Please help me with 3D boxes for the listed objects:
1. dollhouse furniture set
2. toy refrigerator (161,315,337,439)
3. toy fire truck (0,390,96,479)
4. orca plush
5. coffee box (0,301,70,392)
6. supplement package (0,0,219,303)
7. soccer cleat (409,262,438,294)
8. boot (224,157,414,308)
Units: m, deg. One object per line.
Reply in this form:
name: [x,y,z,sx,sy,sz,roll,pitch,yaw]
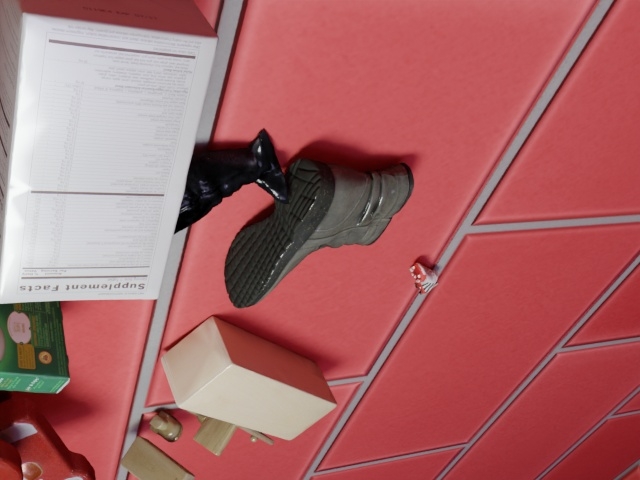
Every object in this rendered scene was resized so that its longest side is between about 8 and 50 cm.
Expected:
dollhouse furniture set: [-0.188,0.326,1.265,0.151,0.144,0.123,-58,146,-11]
toy refrigerator: [-0.098,0.204,1.191,0.102,0.094,0.269,-39,143,14]
toy fire truck: [-0.459,0.310,1.016,0.302,0.169,0.254,-24,134,-9]
orca plush: [-0.169,-0.009,0.844,0.287,0.102,0.151,-12,145,-14]
coffee box: [-0.370,0.104,0.889,0.184,0.113,0.040,13,136,-42]
supplement package: [-0.188,-0.084,0.655,0.139,0.134,0.244,1,126,-28]
soccer cleat: [0.150,0.050,1.165,0.036,0.029,0.083,-29,149,-3]
boot: [0.000,0.000,0.974,0.161,0.083,0.246,2,142,-39]
